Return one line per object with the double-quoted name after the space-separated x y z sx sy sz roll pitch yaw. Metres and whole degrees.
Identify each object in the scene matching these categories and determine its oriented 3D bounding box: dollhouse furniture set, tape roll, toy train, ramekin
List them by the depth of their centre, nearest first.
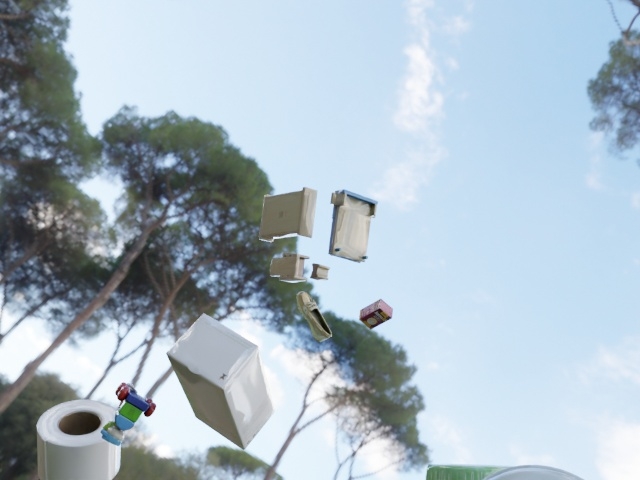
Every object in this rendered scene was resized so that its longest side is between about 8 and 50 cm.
-0.542 0.474 1.936 0.105 0.143 0.248 36 -15 -13 "toy train"
0.440 0.720 2.022 0.304 0.148 0.303 1 -17 0 "ramekin"
0.000 0.000 2.074 0.303 0.286 0.198 14 -12 -37 "dollhouse furniture set"
-0.737 0.625 2.159 0.246 0.246 0.169 18 -67 28 "tape roll"

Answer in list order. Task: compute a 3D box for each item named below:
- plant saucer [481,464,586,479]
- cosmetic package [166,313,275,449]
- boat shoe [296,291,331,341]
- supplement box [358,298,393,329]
0.498 0.674 1.613 0.401 0.400 0.100 14 -41 33 "plant saucer"
-0.258 0.386 1.888 0.197 0.155 0.365 28 -33 23 "cosmetic package"
-0.017 0.210 1.994 0.048 0.056 0.153 -32 -103 38 "boat shoe"
0.159 0.212 2.022 0.083 0.043 0.055 -34 -63 32 "supplement box"
